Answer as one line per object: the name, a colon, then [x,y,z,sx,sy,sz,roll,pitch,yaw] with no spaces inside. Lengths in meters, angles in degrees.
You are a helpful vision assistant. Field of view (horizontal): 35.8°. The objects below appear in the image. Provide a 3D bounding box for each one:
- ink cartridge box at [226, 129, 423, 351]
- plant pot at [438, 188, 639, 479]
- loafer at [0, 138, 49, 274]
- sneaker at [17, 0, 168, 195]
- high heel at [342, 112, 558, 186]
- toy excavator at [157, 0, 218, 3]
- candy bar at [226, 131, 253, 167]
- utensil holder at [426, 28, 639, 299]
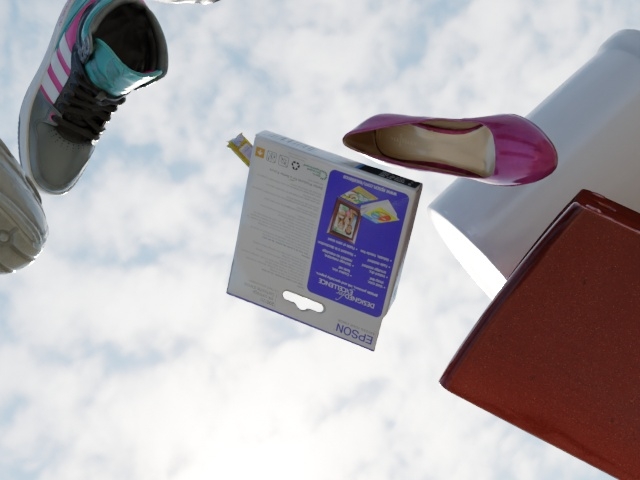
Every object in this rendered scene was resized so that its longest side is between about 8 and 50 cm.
ink cartridge box: [0.000,0.000,1.158,0.045,0.206,0.208,-35,-39,-61]
plant pot: [0.322,0.089,1.113,0.236,0.267,0.267,-66,-13,14]
loafer: [-0.399,-0.104,1.024,0.112,0.111,0.319,-25,-62,11]
sneaker: [-0.286,-0.195,1.279,0.124,0.178,0.296,18,-95,-38]
high heel: [0.136,-0.101,1.077,0.117,0.244,0.082,-14,-64,-34]
toy excavator: [-0.293,-0.236,0.534,0.433,0.445,0.222,-2,-96,-66]
candy bar: [-0.097,-0.120,1.686,0.040,0.161,0.018,-42,-7,-10]
utensil holder: [0.396,-0.060,1.450,0.385,0.327,0.327,-40,-46,-2]
